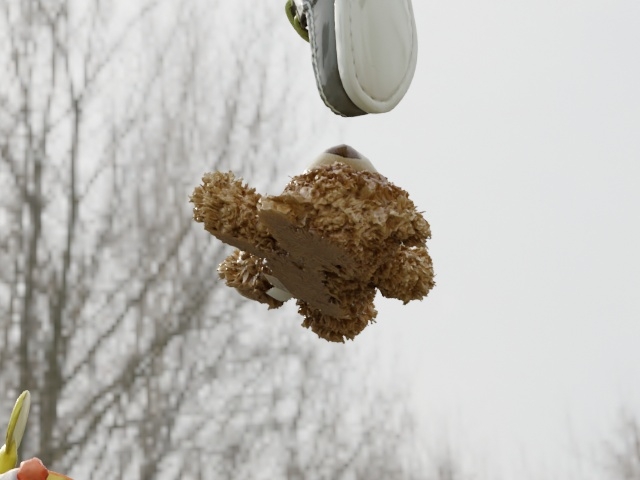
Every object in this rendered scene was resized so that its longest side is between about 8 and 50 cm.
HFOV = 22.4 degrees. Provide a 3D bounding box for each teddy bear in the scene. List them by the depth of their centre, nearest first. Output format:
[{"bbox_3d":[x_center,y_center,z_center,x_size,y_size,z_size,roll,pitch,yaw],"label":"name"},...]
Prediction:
[{"bbox_3d":[0.000,0.000,1.555,0.245,0.113,0.338,20,-21,16],"label":"teddy bear"}]

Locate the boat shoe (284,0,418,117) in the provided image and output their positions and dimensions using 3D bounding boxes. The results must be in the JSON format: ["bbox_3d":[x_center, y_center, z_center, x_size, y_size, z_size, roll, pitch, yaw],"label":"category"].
[{"bbox_3d":[0.022,-0.220,1.426,0.091,0.305,0.109,-22,-43,29],"label":"boat shoe"}]

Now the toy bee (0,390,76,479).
[{"bbox_3d":[-0.214,0.194,1.164,0.298,0.195,0.162,-14,-35,7],"label":"toy bee"}]
